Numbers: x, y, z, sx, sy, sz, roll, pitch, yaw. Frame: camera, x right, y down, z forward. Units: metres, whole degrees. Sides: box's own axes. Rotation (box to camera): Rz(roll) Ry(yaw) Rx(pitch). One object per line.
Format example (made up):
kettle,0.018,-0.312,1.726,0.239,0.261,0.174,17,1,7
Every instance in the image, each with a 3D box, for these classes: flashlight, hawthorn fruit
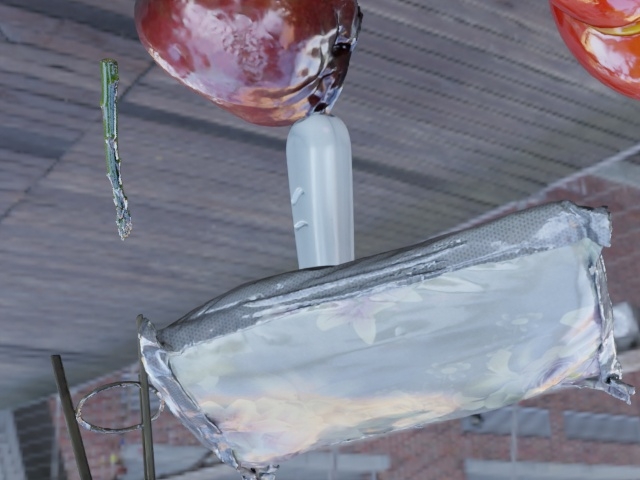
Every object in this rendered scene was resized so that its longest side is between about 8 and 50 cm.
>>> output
flashlight,0.000,0.000,0.786,0.048,0.200,0.093,-4,-179,-27
hawthorn fruit,-0.083,-0.219,0.978,0.251,0.189,0.189,24,159,3

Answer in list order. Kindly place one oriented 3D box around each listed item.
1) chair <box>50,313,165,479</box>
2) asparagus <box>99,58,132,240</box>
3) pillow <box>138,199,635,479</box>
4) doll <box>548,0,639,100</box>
chair,-0.173,0.181,0.899,0.104,0.221,0.095,16,134,-34
asparagus,-0.155,-0.062,0.767,0.016,0.016,0.162,21,130,24
pillow,0.036,0.057,0.542,0.255,0.059,0.169,-16,131,13
doll,0.223,-0.162,0.596,0.363,0.182,0.160,4,160,-41
